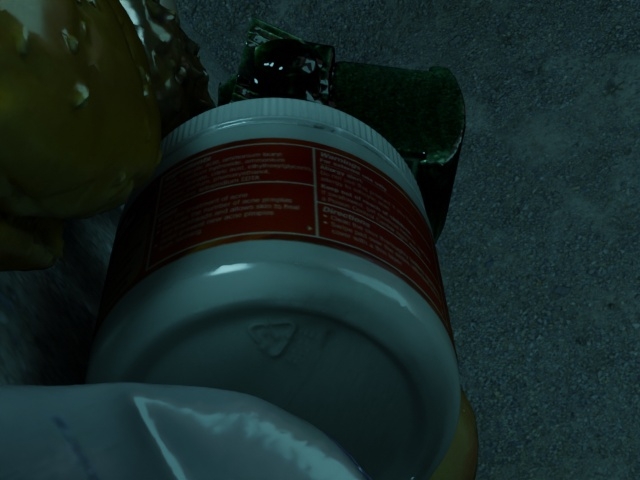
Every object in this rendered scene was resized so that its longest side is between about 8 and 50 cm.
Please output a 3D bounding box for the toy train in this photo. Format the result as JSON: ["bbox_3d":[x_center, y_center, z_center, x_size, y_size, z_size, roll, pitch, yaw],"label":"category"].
[{"bbox_3d":[0.000,0.000,0.860,0.138,0.178,0.330,-83,179,-47],"label":"toy train"}]

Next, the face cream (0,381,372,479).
[{"bbox_3d":[-0.073,0.139,0.364,0.235,0.137,0.420,58,13,13],"label":"face cream"}]

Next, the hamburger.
[{"bbox_3d":[-0.198,-0.122,0.560,0.319,0.158,0.318,54,6,-9],"label":"hamburger"}]

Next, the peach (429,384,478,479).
[{"bbox_3d":[0.054,0.176,1.011,0.184,0.184,0.184,55,4,-6],"label":"peach"}]

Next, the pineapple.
[{"bbox_3d":[-0.146,-0.096,0.936,0.169,0.169,0.340,56,3,11],"label":"pineapple"}]

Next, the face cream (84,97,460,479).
[{"bbox_3d":[-0.027,0.045,0.680,0.201,0.201,0.187,53,18,-29],"label":"face cream"}]

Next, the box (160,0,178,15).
[{"bbox_3d":[-0.203,-0.193,1.051,0.200,0.146,0.088,-148,-142,-71],"label":"box"}]
